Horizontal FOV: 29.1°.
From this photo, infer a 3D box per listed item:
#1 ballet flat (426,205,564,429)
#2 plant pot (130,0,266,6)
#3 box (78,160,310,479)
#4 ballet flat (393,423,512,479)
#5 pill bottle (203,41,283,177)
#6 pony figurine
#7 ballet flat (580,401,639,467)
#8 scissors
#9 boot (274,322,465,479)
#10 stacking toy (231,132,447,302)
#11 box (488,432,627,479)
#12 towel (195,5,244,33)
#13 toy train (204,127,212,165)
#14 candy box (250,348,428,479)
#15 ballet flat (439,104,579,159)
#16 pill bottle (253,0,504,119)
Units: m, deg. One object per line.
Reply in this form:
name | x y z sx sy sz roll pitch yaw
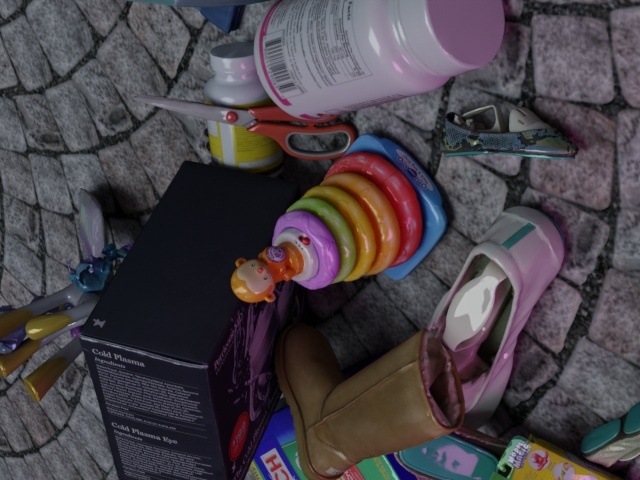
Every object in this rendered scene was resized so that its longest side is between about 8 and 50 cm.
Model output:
ballet flat | 0.185 0.123 1.573 0.139 0.139 0.400 40 136 22
plant pot | -0.137 -0.373 1.535 0.165 0.234 0.165 15 123 40
box | -0.155 0.126 1.687 0.179 0.343 0.312 11 138 15
ballet flat | 0.240 0.304 1.625 0.316 0.106 0.107 29 96 -3
pill bottle | -0.108 -0.178 1.719 0.103 0.103 0.184 19 125 38
pony figurine | -0.365 0.097 2.008 0.351 0.363 0.302 11 128 60
ballet flat | 0.386 0.234 1.503 0.052 0.057 0.168 33 144 -10
scissors | -0.101 -0.155 1.658 0.297 0.021 0.109 -3 114 5
boot | 0.061 0.174 1.588 0.269 0.089 0.236 -37 61 46
stacking toy | 0.000 0.000 1.558 0.175 0.302 0.165 50 139 14
box | 0.300 0.319 1.548 0.179 0.043 0.105 27 101 -3
towel | -0.155 -0.347 1.726 0.119 0.029 0.067 42 137 21
toy train | -0.148 -0.101 1.865 0.036 0.027 0.158 11 120 29
candy box | 0.042 0.341 1.851 0.317 0.122 0.268 -33 86 50
ballet flat | 0.217 -0.128 1.450 0.188 0.070 0.070 5 116 40
pill bottle | 0.067 -0.242 1.459 0.283 0.160 0.160 -7 107 48
